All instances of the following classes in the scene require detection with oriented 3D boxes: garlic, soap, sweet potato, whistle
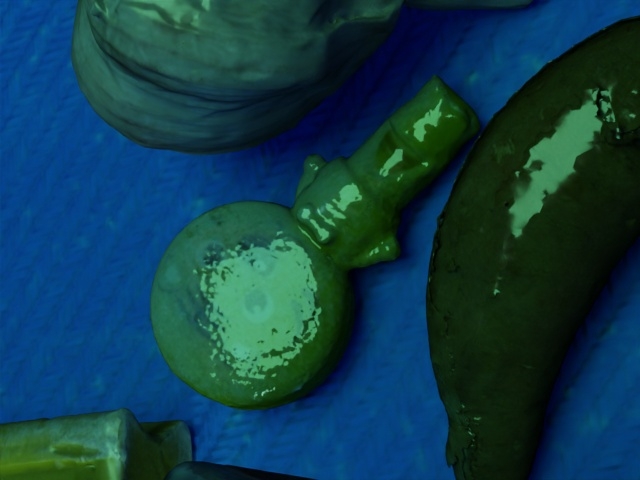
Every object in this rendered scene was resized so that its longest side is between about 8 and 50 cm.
[{"bbox_3d":[-0.002,-0.131,0.829,0.212,0.218,0.218,13,86,-2],"label":"garlic"},{"bbox_3d":[-0.179,0.170,0.913,0.232,0.073,0.140,-10,76,28],"label":"soap"},{"bbox_3d":[0.128,-0.025,0.762,0.310,0.098,0.124,-51,48,23],"label":"sweet potato"},{"bbox_3d":[0.000,0.000,0.860,0.198,0.057,0.104,-45,71,7],"label":"whistle"}]

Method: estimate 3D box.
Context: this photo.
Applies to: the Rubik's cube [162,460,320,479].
[{"bbox_3d":[0.088,0.272,0.598,0.305,0.304,0.301,20,90,34],"label":"Rubik's cube"}]
